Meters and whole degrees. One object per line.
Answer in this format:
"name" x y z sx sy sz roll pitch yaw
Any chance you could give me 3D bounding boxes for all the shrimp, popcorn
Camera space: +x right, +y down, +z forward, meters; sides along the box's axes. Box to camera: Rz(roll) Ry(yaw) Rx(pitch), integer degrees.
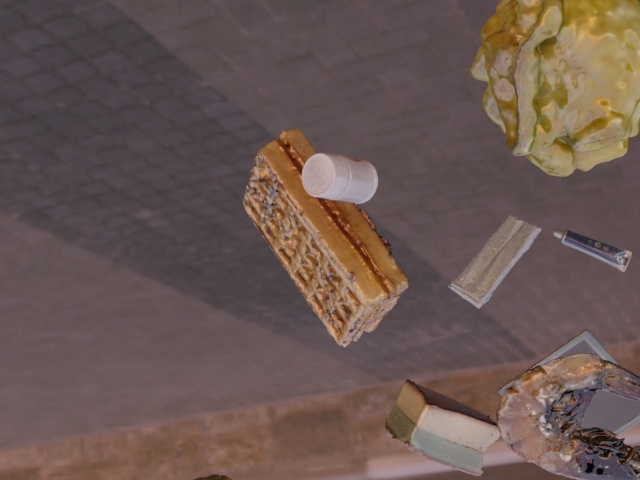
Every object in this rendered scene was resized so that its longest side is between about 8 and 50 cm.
"shrimp" 0.467 0.301 1.868 0.364 0.071 0.233 17 117 -4
"popcorn" 0.366 -0.259 1.695 0.312 0.312 0.312 -6 163 -2

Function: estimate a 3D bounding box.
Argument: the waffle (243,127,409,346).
"waffle" 0.000 0.000 2.180 0.114 0.376 0.261 -30 164 -21

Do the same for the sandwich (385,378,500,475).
"sandwich" 0.228 0.340 2.046 0.186 0.108 0.220 25 180 -5

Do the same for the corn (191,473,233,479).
"corn" -0.164 0.370 1.527 0.101 0.102 0.310 -9 175 9

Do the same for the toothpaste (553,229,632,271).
"toothpaste" 0.666 0.017 2.828 0.197 0.057 0.035 23 171 8

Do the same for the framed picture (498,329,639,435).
"framed picture" 0.505 0.309 2.251 0.217 0.017 0.274 -36 119 14

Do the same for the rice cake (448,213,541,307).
"rice cake" 0.379 0.040 2.485 0.226 0.085 0.040 -50 161 -8

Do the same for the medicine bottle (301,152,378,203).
"medicine bottle" 0.025 -0.078 1.439 0.057 0.057 0.089 -20 164 38
